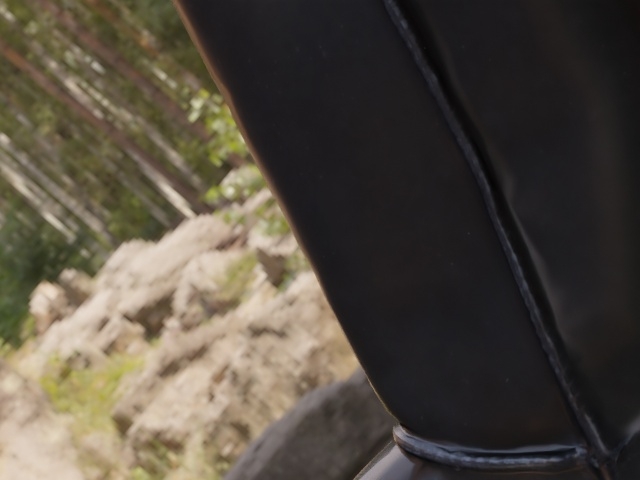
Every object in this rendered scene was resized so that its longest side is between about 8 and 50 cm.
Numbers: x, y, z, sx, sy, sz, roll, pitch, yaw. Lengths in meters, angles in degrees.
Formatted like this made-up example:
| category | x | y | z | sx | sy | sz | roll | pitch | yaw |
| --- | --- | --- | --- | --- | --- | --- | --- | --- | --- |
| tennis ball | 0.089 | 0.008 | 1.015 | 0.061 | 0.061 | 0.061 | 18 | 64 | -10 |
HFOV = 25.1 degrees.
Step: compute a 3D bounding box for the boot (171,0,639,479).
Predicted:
| category | x | y | z | sx | sy | sz | roll | pitch | yaw |
| --- | --- | --- | --- | --- | --- | --- | --- | --- | --- |
| boot | 0.002 | -0.001 | 0.647 | 0.367 | 0.445 | 0.146 | -25 | 4 | 14 |
